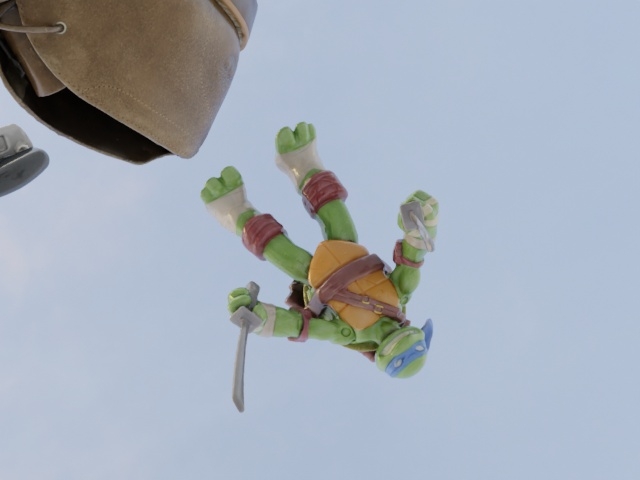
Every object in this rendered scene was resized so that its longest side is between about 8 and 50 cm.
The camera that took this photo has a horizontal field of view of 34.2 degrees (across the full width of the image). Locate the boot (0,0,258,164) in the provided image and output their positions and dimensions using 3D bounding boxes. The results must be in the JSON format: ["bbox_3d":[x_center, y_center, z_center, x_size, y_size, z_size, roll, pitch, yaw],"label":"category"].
[{"bbox_3d":[-0.138,-0.136,0.496,0.112,0.305,0.115,0,-112,34],"label":"boot"}]

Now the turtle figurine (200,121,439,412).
[{"bbox_3d":[0.000,0.000,0.969,0.198,0.274,0.266,-51,-121,20],"label":"turtle figurine"}]

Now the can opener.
[{"bbox_3d":[-0.476,-0.068,1.283,0.283,0.095,0.076,-25,-66,-29],"label":"can opener"}]
